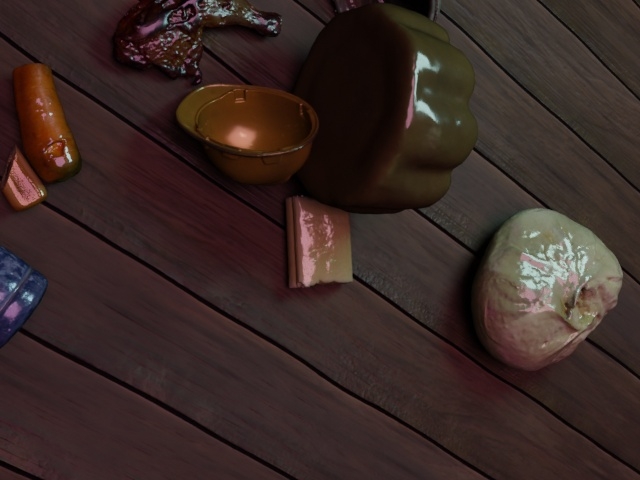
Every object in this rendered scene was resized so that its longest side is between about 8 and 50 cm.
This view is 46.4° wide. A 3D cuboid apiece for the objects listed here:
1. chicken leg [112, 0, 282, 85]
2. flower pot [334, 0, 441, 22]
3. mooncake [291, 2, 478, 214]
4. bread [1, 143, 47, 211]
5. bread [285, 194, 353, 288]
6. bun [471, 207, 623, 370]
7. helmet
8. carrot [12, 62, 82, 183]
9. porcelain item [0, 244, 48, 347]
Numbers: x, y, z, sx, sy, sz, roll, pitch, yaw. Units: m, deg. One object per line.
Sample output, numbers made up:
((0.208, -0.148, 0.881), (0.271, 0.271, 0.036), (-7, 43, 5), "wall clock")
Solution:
((-0.223, -0.389, 1.357), (0.322, 0.083, 0.177), (-37, 112, -20), "chicken leg")
((0.148, -0.499, 1.473), (0.235, 0.235, 0.140), (54, 45, -14), "flower pot")
((0.112, -0.228, 1.350), (0.200, 0.378, 0.379), (7, 85, -35), "mooncake")
((-0.499, -0.099, 1.227), (0.062, 0.049, 0.103), (-36, 101, -26), "bread")
((0.000, 0.000, 1.451), (0.139, 0.060, 0.178), (-4, 90, -26), "bread")
((0.490, 0.106, 1.596), (0.361, 0.213, 0.361), (0, 91, -27), "bun")
((-0.127, -0.172, 1.351), (0.256, 0.140, 0.205), (15, 45, 15), "helmet")
((-0.459, -0.191, 1.233), (0.087, 0.087, 0.193), (-21, 92, -24), "carrot")
((-0.507, 0.093, 1.163), (0.114, 0.147, 0.147), (41, 73, -18), "porcelain item")
